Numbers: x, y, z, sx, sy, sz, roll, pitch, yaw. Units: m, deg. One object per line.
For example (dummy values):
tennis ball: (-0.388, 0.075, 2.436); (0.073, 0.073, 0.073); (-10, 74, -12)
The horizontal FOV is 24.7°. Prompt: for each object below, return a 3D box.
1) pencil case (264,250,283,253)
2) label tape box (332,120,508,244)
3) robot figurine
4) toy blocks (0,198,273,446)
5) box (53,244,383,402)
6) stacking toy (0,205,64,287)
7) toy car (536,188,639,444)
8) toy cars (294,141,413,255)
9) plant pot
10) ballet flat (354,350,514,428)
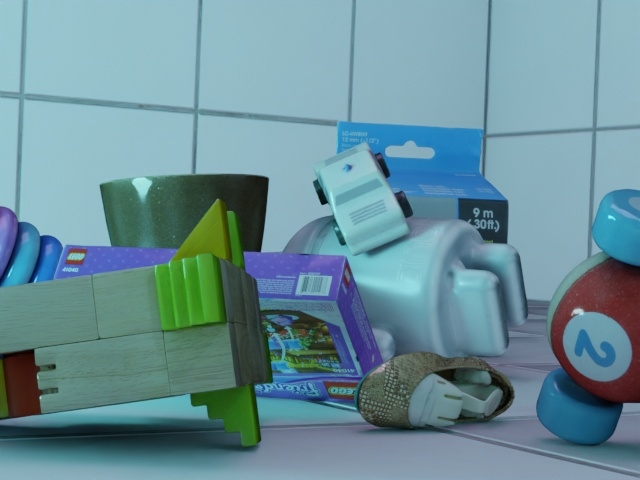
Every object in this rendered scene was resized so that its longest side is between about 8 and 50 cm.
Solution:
pencil case: (-0.096, 0.067, 2.110); (0.273, 0.114, 0.124); (0, 39, 11)
label tape box: (0.150, -0.004, 2.203); (0.249, 0.348, 0.115); (2, 0, -20)
robot figurine: (0.087, 0.068, 1.901); (0.353, 0.200, 0.300); (2, 25, 28)
toy blocks: (-0.187, 0.086, 1.199); (0.260, 0.191, 0.381); (-8, -5, 3)
box: (-0.098, 0.085, 1.469); (0.293, 0.057, 0.201); (2, -34, 16)
stacking toy: (-0.332, 0.064, 1.901); (0.330, 0.141, 0.141); (25, -10, -24)
toy car: (0.315, 0.109, 1.181); (0.210, 0.219, 0.238); (2, 29, -19)
toy cars: (0.000, 0.000, 1.790); (0.176, 0.394, 0.087); (4, -44, 31)
plant pot: (-0.168, 0.039, 1.856); (0.215, 0.231, 0.215); (-2, -2, 0)
ballet flat: (0.114, 0.140, 1.343); (0.067, 0.073, 0.206); (20, 14, 36)
